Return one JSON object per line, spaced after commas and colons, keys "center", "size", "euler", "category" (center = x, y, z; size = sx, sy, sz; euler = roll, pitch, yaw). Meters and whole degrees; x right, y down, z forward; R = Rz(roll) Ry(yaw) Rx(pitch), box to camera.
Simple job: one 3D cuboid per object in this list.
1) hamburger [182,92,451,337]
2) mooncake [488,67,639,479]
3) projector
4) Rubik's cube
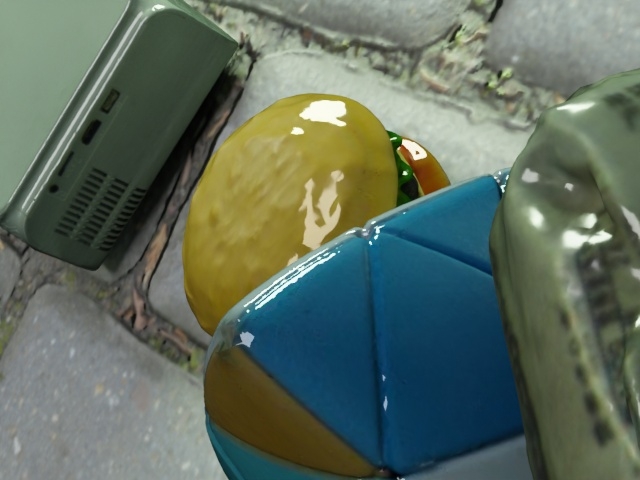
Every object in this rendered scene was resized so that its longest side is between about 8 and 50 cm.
{"center": [0.000, 0.000, 0.735], "size": [0.162, 0.115, 0.162], "euler": [-23, 57, 40], "category": "hamburger"}
{"center": [0.188, 0.042, 0.464], "size": [0.254, 0.136, 0.250], "euler": [-9, 57, -5], "category": "mooncake"}
{"center": [-0.193, -0.121, 1.000], "size": [0.198, 0.108, 0.250], "euler": [-57, 43, 8], "category": "projector"}
{"center": [0.051, 0.098, 0.560], "size": [0.254, 0.254, 0.254], "euler": [-22, 56, 37], "category": "Rubik's cube"}
